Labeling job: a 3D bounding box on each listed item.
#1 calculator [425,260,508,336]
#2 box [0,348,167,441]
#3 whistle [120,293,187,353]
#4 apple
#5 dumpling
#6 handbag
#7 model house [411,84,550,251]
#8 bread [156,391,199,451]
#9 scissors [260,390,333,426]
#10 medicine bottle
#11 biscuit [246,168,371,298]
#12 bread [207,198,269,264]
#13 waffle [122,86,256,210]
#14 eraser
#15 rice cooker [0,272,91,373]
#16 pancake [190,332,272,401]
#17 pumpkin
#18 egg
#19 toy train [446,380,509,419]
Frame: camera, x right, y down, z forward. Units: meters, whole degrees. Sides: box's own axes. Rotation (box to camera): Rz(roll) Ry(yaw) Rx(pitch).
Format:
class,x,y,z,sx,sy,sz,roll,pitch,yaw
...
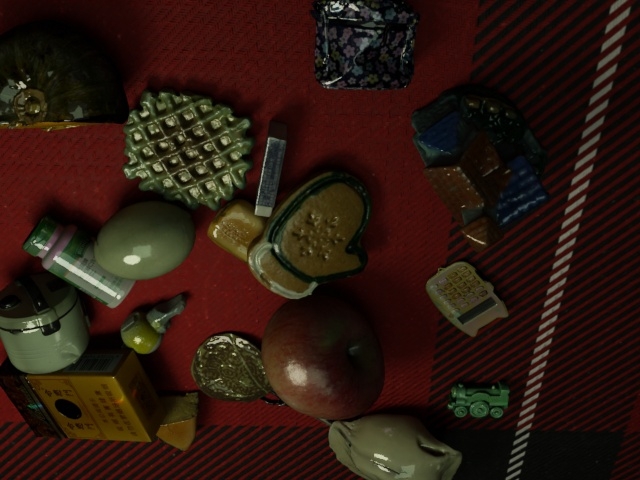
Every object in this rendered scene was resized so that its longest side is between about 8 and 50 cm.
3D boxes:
class,x,y,z,sx,sy,sz,roll,pitch,yaw
calculator,0.387,0.148,1.980,0.157,0.033,0.236,-35,114,21
box,-0.664,0.429,2.057,0.416,0.115,0.264,-3,126,21
whistle,-0.444,0.228,1.998,0.223,0.123,0.123,-36,116,4
apple,-0.005,0.308,1.926,0.270,0.344,0.344,-18,123,36
dumpling,0.210,0.659,2.198,0.396,0.233,0.315,10,126,11
handbag,0.090,-0.423,1.562,0.229,0.126,0.207,3,116,-1
model house,0.360,-0.146,1.620,0.252,0.329,0.295,-29,120,21
bread,-0.442,0.527,2.168,0.160,0.140,0.169,6,123,-10
scissors,-0.058,0.495,2.207,0.300,0.022,0.109,36,119,-18
medicine bottle,-0.602,0.048,1.865,0.274,0.133,0.133,35,116,-19
biscuit,0.001,0.001,1.802,0.287,0.057,0.343,41,93,-27
bread,-0.134,0.010,1.859,0.305,0.091,0.142,36,100,-20
waffle,-0.311,-0.211,1.741,0.310,0.056,0.291,15,121,-8
eraser,-0.117,-0.167,1.749,0.046,0.091,0.212,9,124,-7
rice cooker,-0.722,0.204,1.922,0.226,0.226,0.244,-6,123,4
pancake,-0.252,0.371,2.115,0.250,0.031,0.249,3,121,5
pumpkin,-0.571,-0.349,1.593,0.325,0.242,0.232,1,93,5
egg,-0.425,0.001,1.797,0.253,0.186,0.186,-23,121,-3
toy train,0.459,0.461,2.156,0.178,0.071,0.104,1,115,-2
